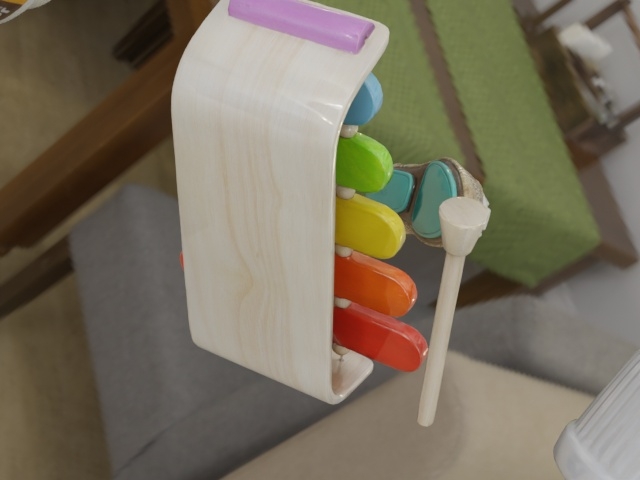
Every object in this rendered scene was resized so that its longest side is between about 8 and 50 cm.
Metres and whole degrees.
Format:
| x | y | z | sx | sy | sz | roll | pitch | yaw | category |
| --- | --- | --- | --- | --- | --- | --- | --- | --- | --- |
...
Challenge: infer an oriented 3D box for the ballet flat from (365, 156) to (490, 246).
| x | y | z | sx | sy | sz | roll | pitch | yaw | category |
| --- | --- | --- | --- | --- | --- | --- | --- | --- | --- |
| 0.099 | -0.030 | 1.049 | 0.067 | 0.073 | 0.206 | 16 | 5 | -17 | ballet flat |

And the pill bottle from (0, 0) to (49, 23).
| x | y | z | sx | sy | sz | roll | pitch | yaw | category |
| --- | --- | --- | --- | --- | --- | --- | --- | --- | --- |
| -0.229 | -0.186 | 0.745 | 0.117 | 0.117 | 0.215 | 60 | 19 | 8 | pill bottle |

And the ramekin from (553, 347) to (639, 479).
| x | y | z | sx | sy | sz | roll | pitch | yaw | category |
| --- | --- | --- | --- | --- | --- | --- | --- | --- | --- |
| 0.267 | 0.150 | 0.845 | 0.207 | 0.109 | 0.207 | 29 | 11 | -6 | ramekin |

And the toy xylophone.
| x | y | z | sx | sy | sz | roll | pitch | yaw | category |
| --- | --- | --- | --- | --- | --- | --- | --- | --- | --- |
| 0.000 | 0.000 | 0.868 | 0.236 | 0.322 | 0.081 | 27 | 47 | 16 | toy xylophone |
